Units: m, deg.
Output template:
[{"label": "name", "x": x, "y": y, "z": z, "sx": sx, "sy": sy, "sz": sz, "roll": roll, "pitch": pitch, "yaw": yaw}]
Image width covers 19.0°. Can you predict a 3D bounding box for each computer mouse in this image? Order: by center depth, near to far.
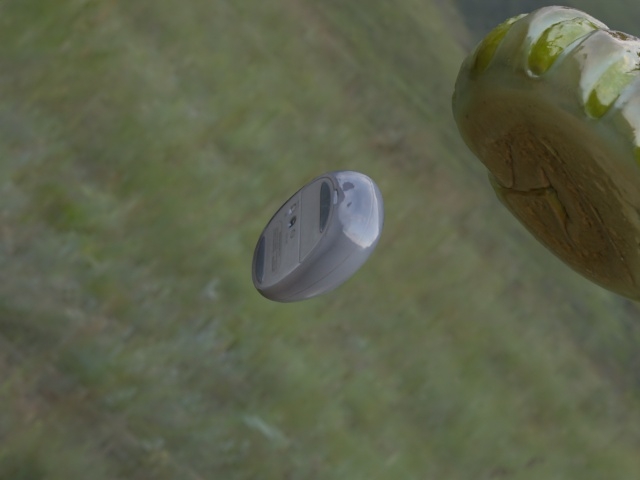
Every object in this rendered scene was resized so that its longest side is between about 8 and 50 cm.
[{"label": "computer mouse", "x": 0.002, "y": 0.001, "z": 1.067, "sx": 0.039, "sy": 0.096, "sz": 0.066, "roll": 25, "pitch": 47, "yaw": -27}]

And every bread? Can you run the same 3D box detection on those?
[{"label": "bread", "x": 0.182, "y": -0.057, "z": 1.198, "sx": 0.213, "sy": 0.105, "sz": 0.213, "roll": 43, "pitch": -18, "yaw": 18}]
